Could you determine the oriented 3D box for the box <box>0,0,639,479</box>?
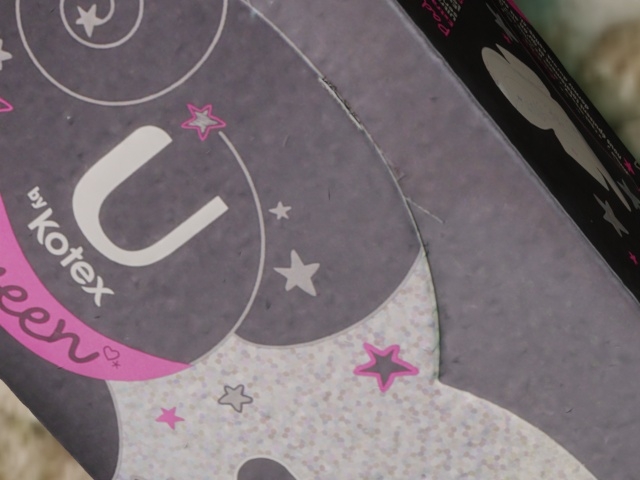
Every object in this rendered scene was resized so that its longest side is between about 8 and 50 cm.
[{"bbox_3d":[0.000,0.000,0.440,0.163,0.142,0.247,-36,101,20],"label":"box"}]
